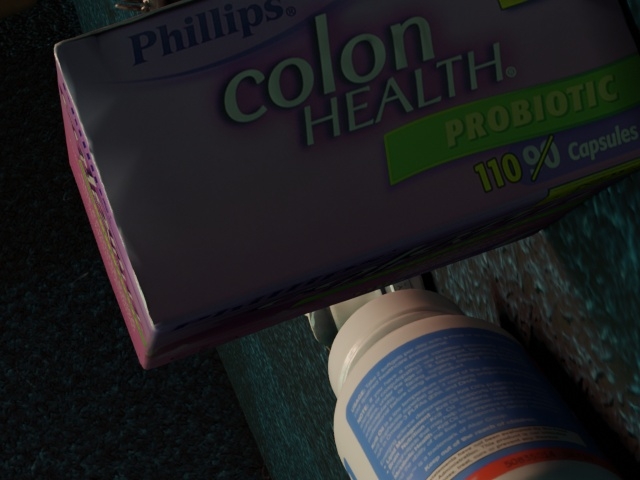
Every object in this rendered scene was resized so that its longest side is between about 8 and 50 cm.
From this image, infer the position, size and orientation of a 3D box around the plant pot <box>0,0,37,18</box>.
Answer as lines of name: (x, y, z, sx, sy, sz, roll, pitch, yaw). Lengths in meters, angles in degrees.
plant pot: (-0.229, -0.344, 1.576, 0.263, 0.229, 0.263, 160, 90, -82)

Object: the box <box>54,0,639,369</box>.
box: (0.006, -0.038, 0.807, 0.243, 0.214, 0.117, 127, 124, -79)

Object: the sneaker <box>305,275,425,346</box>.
sneaker: (0.000, 0.000, 1.351, 0.258, 0.091, 0.094, -126, 18, -69)

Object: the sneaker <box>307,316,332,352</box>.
sneaker: (0.018, 0.071, 1.406, 0.061, 0.065, 0.158, -53, 49, 24)

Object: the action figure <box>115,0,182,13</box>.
action figure: (-0.134, -0.132, 1.773, 0.275, 0.141, 0.164, -115, 13, -49)

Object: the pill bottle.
pill bottle: (0.079, 0.116, 1.001, 0.221, 0.124, 0.124, -122, 15, -57)
